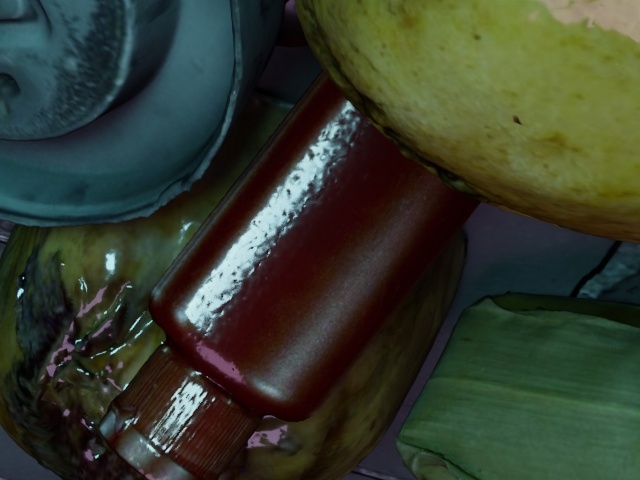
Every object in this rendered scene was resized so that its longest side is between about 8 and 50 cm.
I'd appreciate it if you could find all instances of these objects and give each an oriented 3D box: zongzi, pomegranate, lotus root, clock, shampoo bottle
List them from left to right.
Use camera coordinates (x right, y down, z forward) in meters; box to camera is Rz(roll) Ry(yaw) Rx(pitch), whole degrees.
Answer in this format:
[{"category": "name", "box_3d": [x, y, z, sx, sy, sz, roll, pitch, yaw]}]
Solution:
[{"category": "clock", "box_3d": [-0.156, -0.140, 0.576, 0.312, 0.061, 0.313, 19, 140, 17]}, {"category": "lotus root", "box_3d": [-0.059, 0.048, 0.770, 0.272, 0.192, 0.272, 10, 136, 10]}, {"category": "shampoo bottle", "box_3d": [0.000, 0.000, 0.638, 0.102, 0.260, 0.064, 39, 178, -27]}, {"category": "pomegranate", "box_3d": [0.102, -0.128, 0.438, 0.260, 0.260, 0.260, 7, 142, 6]}, {"category": "zongzi", "box_3d": [0.292, 0.165, 0.776, 0.392, 0.174, 0.356, -5, 144, 42]}]

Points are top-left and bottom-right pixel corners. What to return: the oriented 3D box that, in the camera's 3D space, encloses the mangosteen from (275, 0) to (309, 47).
[{"category": "mangosteen", "box_3d": [-0.014, -0.123, 0.613, 0.081, 0.081, 0.081, 7, 142, 6]}]
